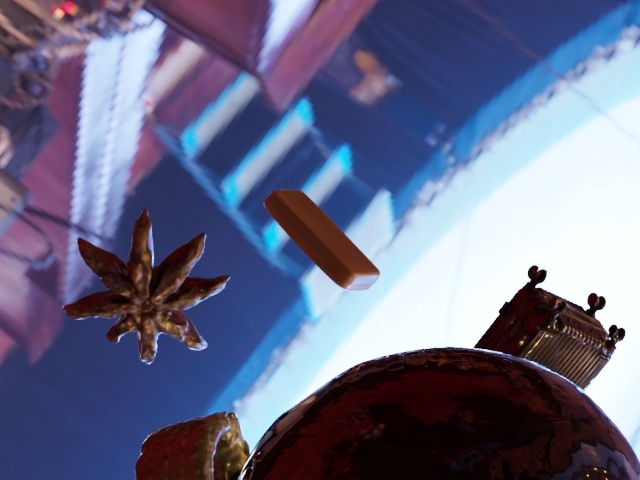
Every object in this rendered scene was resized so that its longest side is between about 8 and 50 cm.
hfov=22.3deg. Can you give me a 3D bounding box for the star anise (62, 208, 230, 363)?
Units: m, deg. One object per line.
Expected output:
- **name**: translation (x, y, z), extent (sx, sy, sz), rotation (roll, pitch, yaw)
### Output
- **star anise**: translation (-0.139, 0.042, 1.309), extent (0.042, 0.141, 0.141), rotation (-101, -145, -66)

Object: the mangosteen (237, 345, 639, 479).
- **mangosteen**: translation (0.062, 0.170, 0.807), extent (0.211, 0.211, 0.250), rotation (-44, 145, -24)

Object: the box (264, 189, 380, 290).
- **box**: translation (0.000, 0.000, 1.391), extent (0.048, 0.115, 0.025), rotation (-5, 134, -54)

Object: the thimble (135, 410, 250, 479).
- **thimble**: translation (-0.084, 0.170, 1.122), extent (0.084, 0.062, 0.110), rotation (54, 29, -40)

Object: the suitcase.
- **suitcase**: translation (0.163, 0.092, 1.239), extent (0.086, 0.059, 0.126), rotation (24, 114, -27)
